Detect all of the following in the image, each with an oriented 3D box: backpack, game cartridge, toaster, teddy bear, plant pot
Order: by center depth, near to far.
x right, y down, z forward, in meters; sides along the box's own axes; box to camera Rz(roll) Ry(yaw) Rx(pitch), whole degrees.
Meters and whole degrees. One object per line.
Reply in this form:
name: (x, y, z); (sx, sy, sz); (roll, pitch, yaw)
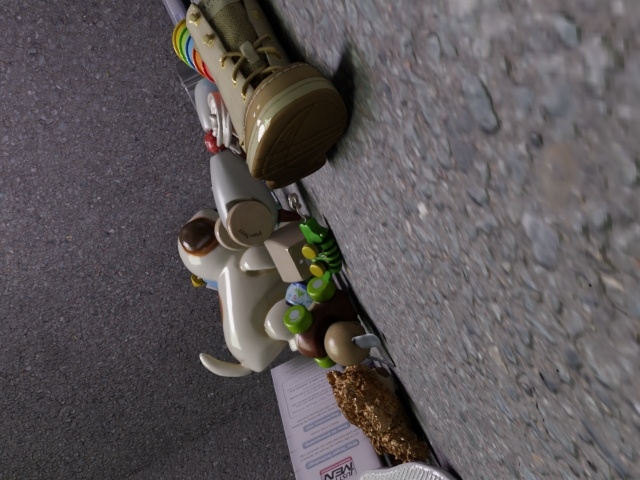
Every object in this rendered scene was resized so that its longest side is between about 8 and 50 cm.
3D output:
plant pot: (-0.036, 0.022, 1.011); (0.109, 0.109, 0.096); (65, 164, -16)
teddy bear: (0.136, 0.358, 1.048); (0.338, 0.113, 0.245); (57, -177, -26)
backpack: (-0.021, 0.118, 1.072); (0.105, 0.084, 0.114); (25, 175, 5)
toaster: (-0.266, -0.360, 1.250); (0.186, 0.110, 0.168); (56, 172, 46)
game cartridge: (-0.392, -0.649, 1.330); (0.355, 0.068, 0.230); (65, 170, -16)

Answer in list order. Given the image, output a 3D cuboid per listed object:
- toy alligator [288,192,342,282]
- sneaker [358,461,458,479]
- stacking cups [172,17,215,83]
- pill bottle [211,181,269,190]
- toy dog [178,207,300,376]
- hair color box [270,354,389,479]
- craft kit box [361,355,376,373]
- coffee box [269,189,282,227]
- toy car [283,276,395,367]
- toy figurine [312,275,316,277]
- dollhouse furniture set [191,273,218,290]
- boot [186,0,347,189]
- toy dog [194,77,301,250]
toy alligator: (0.000, 0.000, 0.862); (0.051, 0.056, 0.190); (1, 128, 34)
sneaker: (0.205, 0.454, 0.914); (0.282, 0.161, 0.102); (-31, 51, 58)
stacking cups: (-0.182, -0.317, 0.870); (0.316, 0.096, 0.096); (51, 167, 52)
pill bottle: (-0.234, -0.166, 1.509); (0.094, 0.169, 0.094); (62, 174, 12)
toy dog: (-0.184, 0.094, 1.272); (0.408, 0.395, 0.284); (55, -177, 0)
hair color box: (0.018, 0.433, 1.191); (0.114, 0.185, 0.374); (63, -179, -37)
craft kit box: (0.118, 0.366, 1.389); (0.247, 0.061, 0.250); (63, 175, -20)
coffee box: (-0.173, -0.141, 1.711); (0.184, 0.040, 0.113); (57, 171, 41)
toy car: (0.054, 0.174, 0.942); (0.188, 0.149, 0.155); (15, 149, 45)
toy figurine: (-0.074, 0.241, 1.675); (0.191, 0.217, 0.362); (61, 173, 20)
dollhouse furniture set: (-0.242, 0.104, 1.548); (0.303, 0.198, 0.286); (21, -147, -19)
boot: (-0.061, -0.164, 0.485); (0.262, 0.095, 0.204); (142, 102, -88)
toy dog: (-0.128, -0.135, 0.954); (0.220, 0.160, 0.334); (-141, 44, -56)
